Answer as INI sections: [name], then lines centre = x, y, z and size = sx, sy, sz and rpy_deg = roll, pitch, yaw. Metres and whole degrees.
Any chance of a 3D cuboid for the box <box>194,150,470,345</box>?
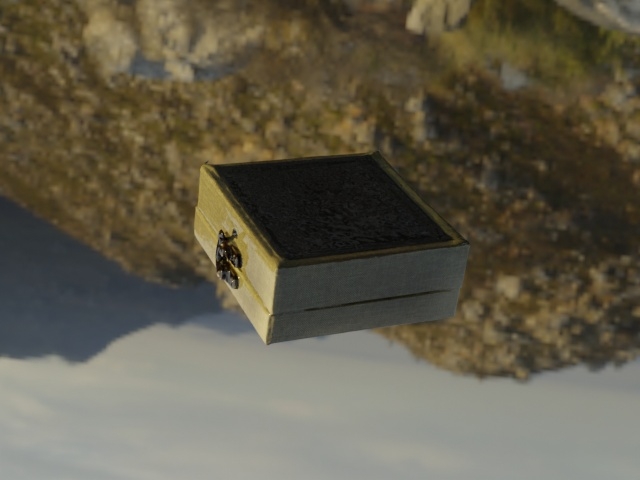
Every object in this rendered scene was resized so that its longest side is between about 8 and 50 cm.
[box]
centre = 0.000, 0.000, 0.493
size = 0.083, 0.035, 0.079
rpy_deg = -6, -147, -25
